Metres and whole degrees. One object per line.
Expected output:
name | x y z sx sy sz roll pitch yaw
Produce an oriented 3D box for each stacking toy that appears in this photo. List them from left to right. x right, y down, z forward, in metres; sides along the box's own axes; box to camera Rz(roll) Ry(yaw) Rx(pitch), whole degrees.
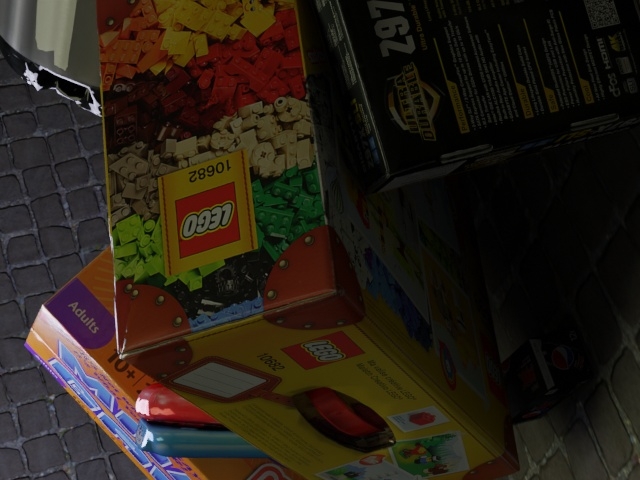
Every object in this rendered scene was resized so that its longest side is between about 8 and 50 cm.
stacking toy | -0.104 0.071 1.579 0.175 0.165 0.302 178 94 -79

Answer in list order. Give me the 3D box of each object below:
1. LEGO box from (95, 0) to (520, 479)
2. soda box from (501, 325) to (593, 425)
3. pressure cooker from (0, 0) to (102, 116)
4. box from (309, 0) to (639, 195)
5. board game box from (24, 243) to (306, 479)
LEGO box | 0.000 0.000 1.424 0.500 0.193 0.372 45 -148 -57
soda box | 0.220 0.143 1.573 0.169 0.053 0.060 120 134 -66
pressure cooker | -0.145 -0.370 1.596 0.375 0.370 0.420 30 125 26
box | 0.117 -0.224 1.253 0.079 0.257 0.322 146 108 -73
board game box | -0.104 0.117 1.874 0.356 0.356 0.356 47 162 -1
